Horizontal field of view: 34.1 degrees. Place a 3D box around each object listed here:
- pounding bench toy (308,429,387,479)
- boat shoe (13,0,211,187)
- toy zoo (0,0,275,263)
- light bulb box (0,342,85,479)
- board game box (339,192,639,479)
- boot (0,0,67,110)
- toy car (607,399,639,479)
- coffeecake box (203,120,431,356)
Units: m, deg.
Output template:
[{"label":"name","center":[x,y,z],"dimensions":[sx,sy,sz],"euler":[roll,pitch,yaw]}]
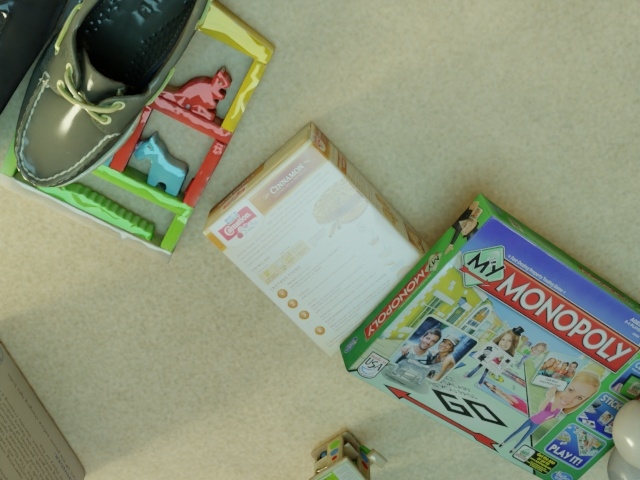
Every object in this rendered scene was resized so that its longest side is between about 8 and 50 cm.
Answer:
[{"label":"pounding bench toy","center":[0.036,0.243,1.144],"dimensions":[0.083,0.065,0.052],"euler":[-35,107,15]},{"label":"boat shoe","center":[-0.188,-0.162,0.931],"dimensions":[0.109,0.091,0.305],"euler":[37,109,-11]},{"label":"toy zoo","center":[-0.173,-0.140,1.007],"dimensions":[0.192,0.030,0.293],"euler":[27,111,-9]},{"label":"light bulb box","center":[-0.472,0.314,1.031],"dimensions":[0.358,0.361,0.225],"euler":[-24,110,12]},{"label":"board game box","center":[0.208,0.115,1.058],"dimensions":[0.317,0.046,0.213],"euler":[31,112,-25]},{"label":"boot","center":[-0.394,-0.265,0.917],"dimensions":[0.367,0.146,0.445],"euler":[42,119,-1]},{"label":"toy car","center":[0.387,0.219,1.054],"dimensions":[0.159,0.136,0.182],"euler":[-23,138,-10]},{"label":"coffeecake box","center":[0.000,0.000,1.040],"dimensions":[0.142,0.068,0.185],"euler":[-40,106,15]}]
